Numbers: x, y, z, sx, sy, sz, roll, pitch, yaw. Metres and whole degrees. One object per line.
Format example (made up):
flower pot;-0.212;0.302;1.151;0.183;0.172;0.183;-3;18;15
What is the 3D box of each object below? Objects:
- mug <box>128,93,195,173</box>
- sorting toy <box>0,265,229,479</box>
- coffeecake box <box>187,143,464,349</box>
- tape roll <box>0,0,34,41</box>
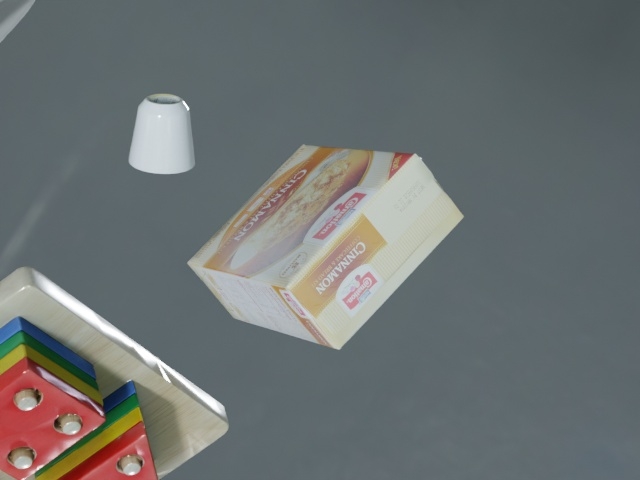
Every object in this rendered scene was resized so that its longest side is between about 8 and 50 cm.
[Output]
mug;-0.153;-0.105;1.629;0.062;0.078;0.064;-16;120;-40
sorting toy;-0.239;0.180;1.385;0.257;0.089;0.255;-36;133;14
coffeecake box;0.000;0.000;1.329;0.142;0.068;0.185;-46;-157;-16
tape roll;-0.349;-0.167;1.249;0.246;0.169;0.246;-41;-175;5
